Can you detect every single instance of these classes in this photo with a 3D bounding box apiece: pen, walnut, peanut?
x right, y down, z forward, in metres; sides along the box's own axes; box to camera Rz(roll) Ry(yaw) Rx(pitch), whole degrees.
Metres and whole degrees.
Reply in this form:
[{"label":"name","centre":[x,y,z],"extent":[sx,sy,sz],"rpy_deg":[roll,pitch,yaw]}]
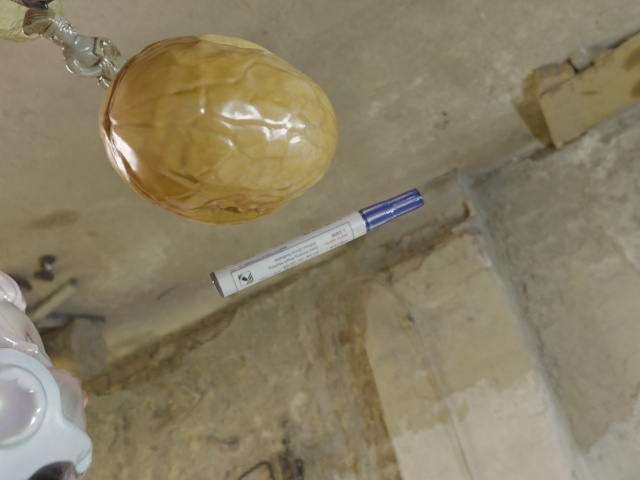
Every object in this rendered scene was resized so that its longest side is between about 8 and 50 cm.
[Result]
[{"label":"pen","centre":[0.000,0.000,0.674],"extent":[0.204,0.025,0.025],"rpy_deg":[-23,150,-13]},{"label":"walnut","centre":[-0.080,-0.092,0.637],"extent":[0.206,0.159,0.159],"rpy_deg":[4,143,-39]},{"label":"peanut","centre":[-0.496,-0.386,1.184],"extent":[0.152,0.152,0.313],"rpy_deg":[-23,-171,10]}]

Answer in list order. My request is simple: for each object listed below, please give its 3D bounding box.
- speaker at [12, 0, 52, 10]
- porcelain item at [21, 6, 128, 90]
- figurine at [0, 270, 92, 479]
[{"label":"speaker","centre":[-0.361,-0.368,0.594],"extent":[0.388,0.180,0.184],"rpy_deg":[23,159,-9]},{"label":"porcelain item","centre":[-0.312,-0.253,1.058],"extent":[0.054,0.084,0.213],"rpy_deg":[-28,141,25]},{"label":"figurine","centre":[-0.268,0.172,0.581],"extent":[0.211,0.361,0.253],"rpy_deg":[-24,163,-50]}]
